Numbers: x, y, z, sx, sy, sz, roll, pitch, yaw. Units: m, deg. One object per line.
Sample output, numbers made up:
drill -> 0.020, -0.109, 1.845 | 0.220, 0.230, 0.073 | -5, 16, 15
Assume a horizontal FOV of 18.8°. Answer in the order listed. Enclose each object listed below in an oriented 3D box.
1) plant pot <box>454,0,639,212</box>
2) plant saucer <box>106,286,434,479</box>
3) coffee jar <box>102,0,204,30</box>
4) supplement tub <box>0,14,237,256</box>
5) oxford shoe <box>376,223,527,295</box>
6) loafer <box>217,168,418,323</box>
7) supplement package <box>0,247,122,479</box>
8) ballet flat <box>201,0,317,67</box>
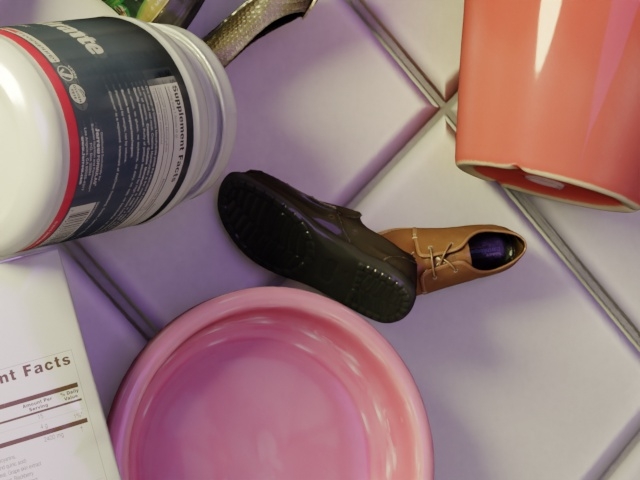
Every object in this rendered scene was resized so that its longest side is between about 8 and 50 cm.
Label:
plant pot -> 0.256, -0.168, 1.942 | 0.275, 0.275, 0.243 | 16, 87, -23
plant saucer -> -0.055, 0.211, 1.825 | 0.332, 0.084, 0.332 | 3, 82, -26
coffee jar -> -0.191, -0.268, 1.827 | 0.184, 0.079, 0.096 | 36, 70, -18
supplement tub -> -0.220, -0.096, 1.683 | 0.272, 0.191, 0.191 | -16, 90, -54
oxford shoe -> 0.109, 0.018, 1.934 | 0.212, 0.076, 0.076 | -14, 92, -24
loafer -> 0.000, 0.000, 1.872 | 0.220, 0.080, 0.078 | 34, 36, 2
supplement package -> -0.291, 0.174, 1.665 | 0.175, 0.177, 0.293 | -15, 89, -26
ballet flat -> -0.078, -0.187, 1.864 | 0.250, 0.084, 0.058 | -37, 85, -19
